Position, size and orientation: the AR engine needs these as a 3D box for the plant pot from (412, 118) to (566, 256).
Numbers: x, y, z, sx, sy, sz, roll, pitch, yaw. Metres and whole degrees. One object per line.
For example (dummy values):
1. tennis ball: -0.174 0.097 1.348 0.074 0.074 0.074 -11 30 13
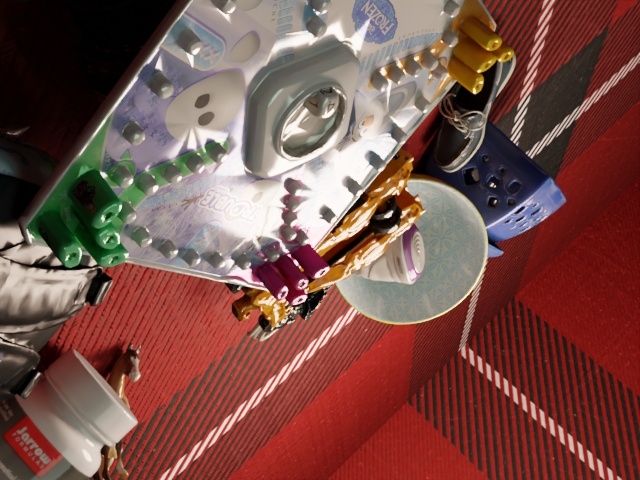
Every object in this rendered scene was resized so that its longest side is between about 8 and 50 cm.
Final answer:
1. plant pot: 0.326 -0.103 1.528 0.212 0.236 0.236 -47 157 13

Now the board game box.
1. board game box: -0.007 -0.106 0.687 0.390 0.050 0.390 -50 153 11

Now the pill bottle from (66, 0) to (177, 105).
1. pill bottle: -0.160 -0.156 0.745 0.123 0.123 0.219 -39 141 -21

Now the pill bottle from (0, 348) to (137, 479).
1. pill bottle: -0.390 0.282 0.976 0.283 0.161 0.161 -41 155 -16

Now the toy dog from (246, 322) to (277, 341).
1. toy dog: -0.048 -0.002 1.196 0.220 0.161 0.333 -36 167 -33

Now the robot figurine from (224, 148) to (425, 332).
1. robot figurine: 0.000 0.000 0.977 0.291 0.085 0.211 -36 149 -6

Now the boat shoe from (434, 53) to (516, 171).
1. boat shoe: 0.271 -0.242 1.384 0.079 0.095 0.254 -8 133 -57

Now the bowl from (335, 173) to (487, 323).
1. bowl: 0.151 -0.005 1.418 0.289 0.290 0.156 -57 -163 19

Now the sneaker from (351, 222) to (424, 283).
1. sneaker: 0.069 -0.063 1.230 0.114 0.152 0.305 -42 123 -52

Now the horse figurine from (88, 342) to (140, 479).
1. horse figurine: -0.325 0.303 1.156 0.066 0.174 0.263 5 134 -24

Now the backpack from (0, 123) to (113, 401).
1. backpack: -0.351 0.008 0.575 0.290 0.273 0.355 -51 176 3
